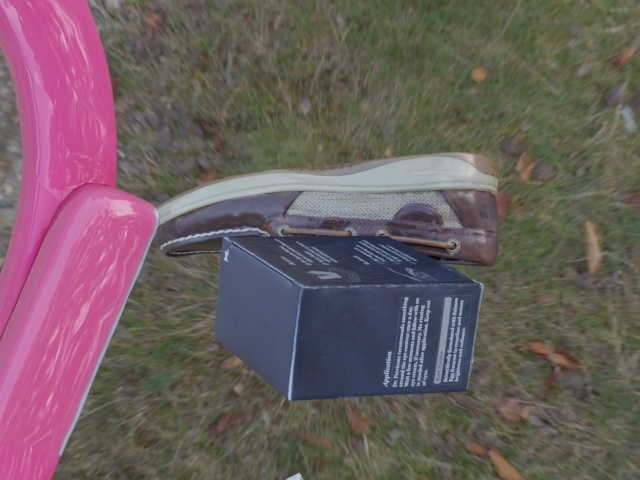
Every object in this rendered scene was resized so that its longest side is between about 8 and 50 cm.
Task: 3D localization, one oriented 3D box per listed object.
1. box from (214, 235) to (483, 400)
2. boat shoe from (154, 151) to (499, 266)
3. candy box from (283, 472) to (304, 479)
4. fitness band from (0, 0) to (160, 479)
[{"bbox_3d":[0.018,0.057,1.094,0.158,0.156,0.093,1,103,-26],"label":"box"},{"bbox_3d":[0.000,0.000,1.276,0.342,0.123,0.123,-6,82,16],"label":"boat shoe"},{"bbox_3d":[-0.004,0.369,1.455,0.070,0.165,0.196,-24,103,-2],"label":"candy box"},{"bbox_3d":[-0.167,0.017,0.361,0.209,0.054,0.291,27,82,-24],"label":"fitness band"}]
